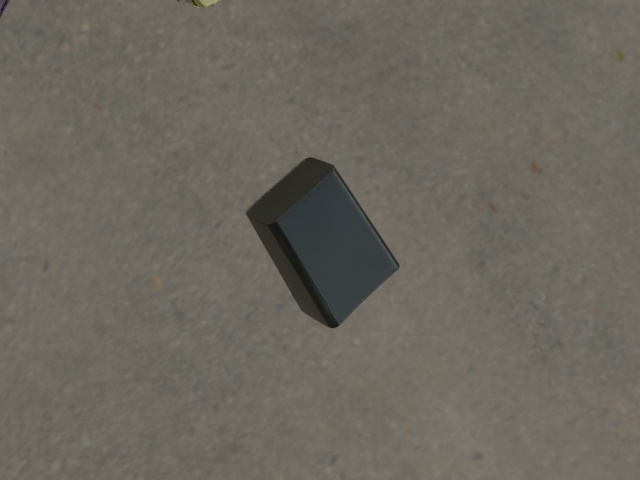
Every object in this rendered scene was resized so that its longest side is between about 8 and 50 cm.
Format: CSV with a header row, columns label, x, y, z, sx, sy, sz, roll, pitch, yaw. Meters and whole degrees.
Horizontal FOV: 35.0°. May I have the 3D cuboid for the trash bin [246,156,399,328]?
label,x,y,z,sx,sy,sz,roll,pitch,yaw
trash bin,0.000,0.000,1.660,0.165,0.115,0.225,-42,123,-16

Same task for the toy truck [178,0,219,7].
label,x,y,z,sx,sy,sz,roll,pitch,yaw
toy truck,-0.192,-0.424,1.306,0.124,0.157,0.272,-40,119,-4

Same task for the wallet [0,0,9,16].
label,x,y,z,sx,sy,sz,roll,pitch,yaw
wallet,-0.556,-0.410,1.645,0.111,0.030,0.166,29,86,-35
